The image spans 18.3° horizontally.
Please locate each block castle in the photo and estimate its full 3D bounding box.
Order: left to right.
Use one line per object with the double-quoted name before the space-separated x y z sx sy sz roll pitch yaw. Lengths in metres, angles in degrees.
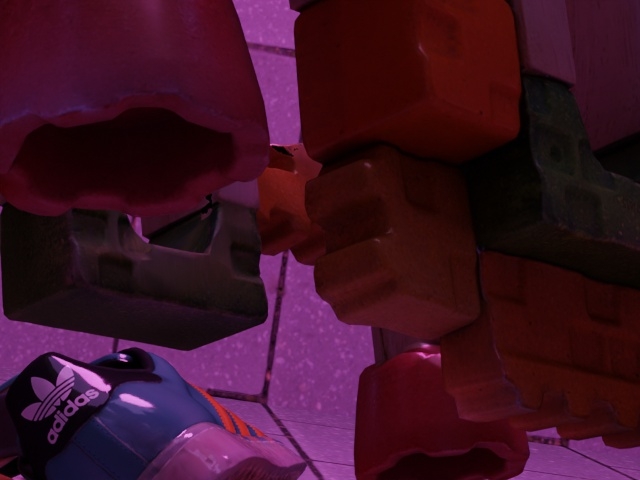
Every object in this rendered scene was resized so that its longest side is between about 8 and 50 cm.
"block castle" 0.000 0.000 0.773 0.453 0.213 0.303 15 -29 -43

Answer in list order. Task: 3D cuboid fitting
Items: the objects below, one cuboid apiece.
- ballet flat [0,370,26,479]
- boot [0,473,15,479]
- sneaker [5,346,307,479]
"ballet flat" -0.211 0.142 1.132 0.203 0.074 0.074 -31 -21 26
"boot" -0.285 0.123 1.048 0.220 0.109 0.283 15 -12 -31
"sneaker" -0.088 0.115 1.061 0.121 0.108 0.302 41 -8 11
